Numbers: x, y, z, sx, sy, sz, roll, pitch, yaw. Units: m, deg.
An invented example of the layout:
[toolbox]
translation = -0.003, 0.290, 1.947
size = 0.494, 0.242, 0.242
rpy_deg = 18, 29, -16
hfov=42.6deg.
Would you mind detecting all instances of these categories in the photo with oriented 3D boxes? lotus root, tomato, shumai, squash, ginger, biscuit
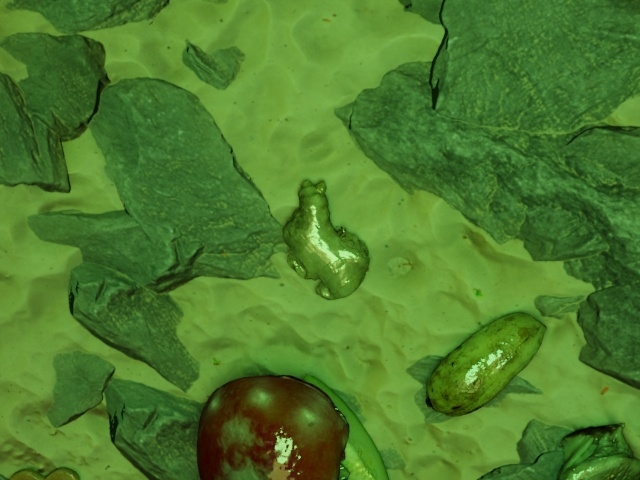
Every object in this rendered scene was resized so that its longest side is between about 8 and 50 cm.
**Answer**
[lotus root]
translation = 0.294, 0.224, 1.484
size = 0.258, 0.097, 0.110
rpy_deg = -44, 91, 8
[tomato]
translation = -0.102, 0.415, 1.450
size = 0.290, 0.176, 0.334
rpy_deg = 12, 117, 11
[shumai]
translation = 0.482, 0.409, 1.489
size = 0.201, 0.120, 0.201
rpy_deg = -15, 139, -14
[squash]
translation = 0.058, 0.362, 1.534
size = 0.252, 0.093, 0.169
rpy_deg = 24, 116, 3
[ginger]
translation = -0.003, 0.004, 1.481
size = 0.137, 0.074, 0.213
rpy_deg = -33, 100, 2
[biscuit]
translation = -0.557, 0.582, 1.675
size = 0.165, 0.036, 0.250
rpy_deg = -1, 98, 7
